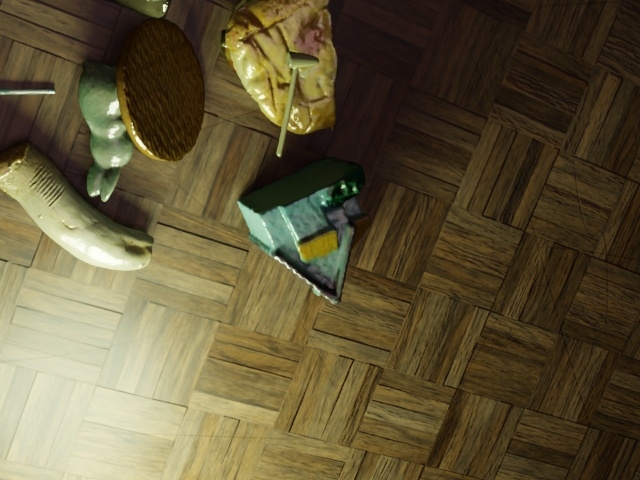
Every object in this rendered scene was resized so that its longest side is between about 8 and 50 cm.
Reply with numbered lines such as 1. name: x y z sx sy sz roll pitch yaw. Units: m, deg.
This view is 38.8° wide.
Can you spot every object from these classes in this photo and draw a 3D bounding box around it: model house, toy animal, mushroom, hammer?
1. model house: 0.000 0.000 1.770 0.230 0.280 0.248 -27 105 -8
2. toy animal: -0.389 -0.203 1.688 0.125 0.127 0.251 -7 117 -42
3. mushroom: -0.468 -0.051 1.706 0.351 0.095 0.122 40 73 -25
4. hammer: -0.049 -0.246 1.664 0.060 0.028 0.195 4 111 -24

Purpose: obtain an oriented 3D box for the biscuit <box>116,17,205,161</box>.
1. biscuit: -0.290 -0.271 1.651 0.037 0.262 0.261 1 109 24

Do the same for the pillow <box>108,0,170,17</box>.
1. pillow: -0.370 -0.471 1.626 0.218 0.033 0.130 13 137 -18

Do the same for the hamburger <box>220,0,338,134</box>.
1. hamburger: -0.085 -0.365 1.710 0.209 0.162 0.329 -9 112 -12

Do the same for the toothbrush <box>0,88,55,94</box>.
1. toothbrush: -0.570 -0.271 1.654 0.167 0.014 0.011 -4 104 -19
